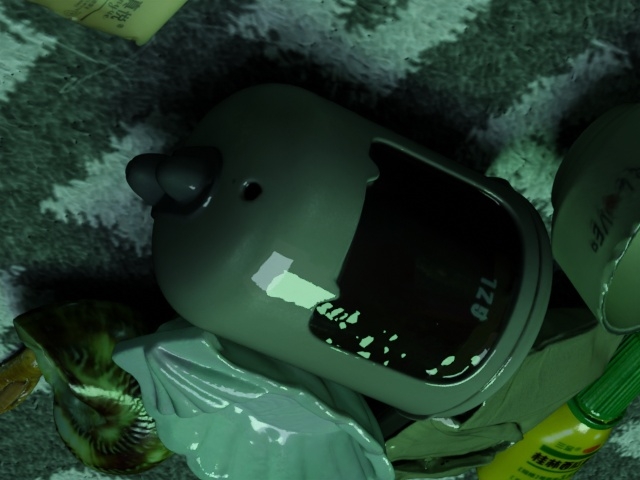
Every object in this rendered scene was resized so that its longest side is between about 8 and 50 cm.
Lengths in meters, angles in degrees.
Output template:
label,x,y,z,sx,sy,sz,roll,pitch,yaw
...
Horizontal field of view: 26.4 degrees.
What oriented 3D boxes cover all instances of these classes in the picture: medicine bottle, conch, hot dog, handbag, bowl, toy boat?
label,x,y,z,sx,sy,sz,roll,pitch,yaw
medicine bottle,0.274,0.180,1.446,0.111,0.076,0.309,4,139,-26
conch,-0.198,0.128,1.276,0.187,0.124,0.181,47,150,1
hot dog,-0.305,0.143,1.344,0.044,0.028,0.137,22,131,-41
handbag,0.143,0.160,1.329,0.253,0.109,0.316,-4,151,-48
bowl,0.267,-0.037,1.118,0.211,0.112,0.211,-29,144,-24
toy boat,-0.049,0.143,1.197,0.199,0.100,0.290,-15,138,30

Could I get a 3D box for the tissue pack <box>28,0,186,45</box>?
label,x,y,z,sx,sy,sz,roll,pitch,yaw
tissue pack,-0.120,-0.240,0.849,0.186,0.090,0.222,19,132,-38

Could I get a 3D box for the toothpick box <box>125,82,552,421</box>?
label,x,y,z,sx,sy,sz,roll,pitch,yaw
toothpick box,0.000,0.000,1.089,0.316,0.229,0.229,24,132,-30

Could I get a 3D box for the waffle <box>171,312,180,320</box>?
label,x,y,z,sx,sy,sz,roll,pitch,yaw
waffle,-0.024,0.097,1.320,0.243,0.058,0.238,23,135,-29
